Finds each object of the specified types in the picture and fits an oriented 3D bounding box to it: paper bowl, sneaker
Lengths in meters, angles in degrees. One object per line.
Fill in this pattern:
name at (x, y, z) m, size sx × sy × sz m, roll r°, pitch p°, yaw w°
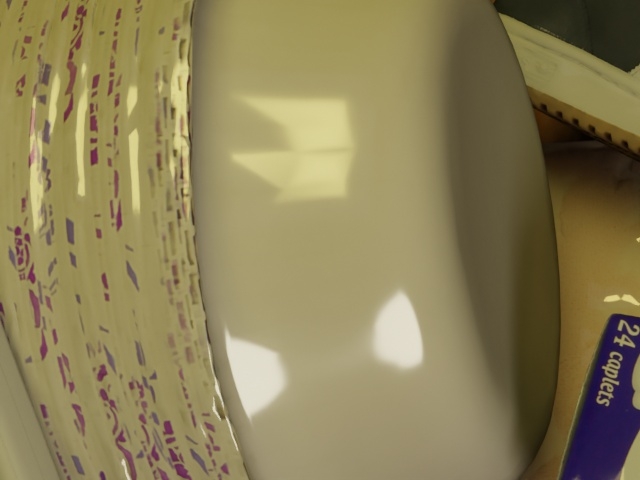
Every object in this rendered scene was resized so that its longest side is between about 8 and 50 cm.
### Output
paper bowl at (0.000, 0.000, 0.569) m, size 0.148 × 0.284 × 0.284 m, roll -9°, pitch 59°, yaw 20°
sneaker at (0.200, -0.084, 0.615) m, size 0.282 × 0.099 × 0.153 m, roll 30°, pitch 97°, yaw 31°

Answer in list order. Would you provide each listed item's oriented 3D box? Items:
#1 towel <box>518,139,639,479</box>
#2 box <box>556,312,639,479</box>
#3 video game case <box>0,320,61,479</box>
towel at (0.231, 0.095, 0.615) m, size 0.317 × 0.053 × 0.331 m, roll -3°, pitch 60°, yaw 14°
box at (0.161, 0.098, 0.526) m, size 0.137 × 0.126 × 0.072 m, roll 11°, pitch 62°, yaw 22°
video game case at (-0.185, 0.063, 0.481) m, size 0.206 × 0.026 × 0.227 m, roll -20°, pitch 90°, yaw 22°
